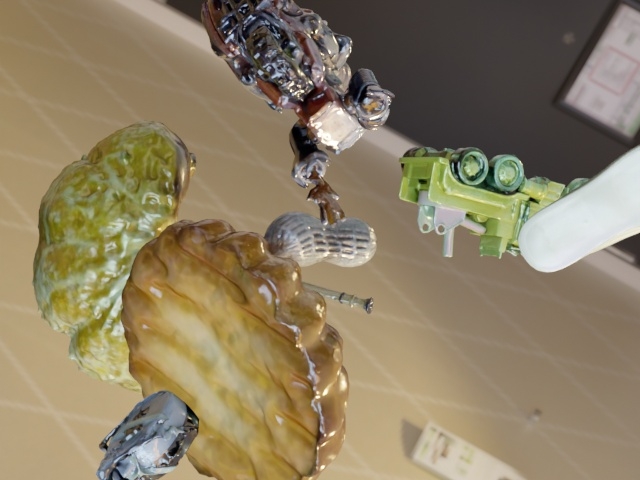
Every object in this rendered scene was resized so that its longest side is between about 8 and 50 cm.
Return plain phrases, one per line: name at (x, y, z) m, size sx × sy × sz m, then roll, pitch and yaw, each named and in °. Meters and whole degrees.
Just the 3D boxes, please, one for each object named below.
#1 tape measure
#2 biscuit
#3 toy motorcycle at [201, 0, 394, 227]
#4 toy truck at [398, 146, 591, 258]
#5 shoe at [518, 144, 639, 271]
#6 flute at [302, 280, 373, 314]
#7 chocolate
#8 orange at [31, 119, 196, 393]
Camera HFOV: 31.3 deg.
tape measure at (-0.154, 0.180, 1.021) m, size 0.094 × 0.054 × 0.091 m, roll -41°, pitch -163°, yaw 5°
biscuit at (-0.089, 0.127, 1.248) m, size 0.107 × 0.326 × 0.326 m, roll -23°, pitch 150°, yaw -43°
toy motorcycle at (-0.017, -0.167, 1.207) m, size 0.134 × 0.207 × 0.401 m, roll -40°, pitch -142°, yaw 11°
toy truck at (0.225, -0.038, 1.459) m, size 0.128 × 0.259 × 0.135 m, roll 7°, pitch -91°, yaw 63°
shoe at (0.349, -0.051, 1.281) m, size 0.265 × 0.095 × 0.110 m, roll -26°, pitch 176°, yaw 23°
flute at (-0.032, 0.067, 1.690) m, size 0.027 × 0.233 × 0.027 m, roll 15°, pitch 90°, yaw -71°
chocolate at (0.000, 0.000, 1.509) m, size 0.072 × 0.167 × 0.072 m, roll -12°, pitch -103°, yaw 61°
orange at (-0.276, 0.015, 1.529) m, size 0.271 × 0.210 × 0.369 m, roll 160°, pitch -64°, yaw -75°
